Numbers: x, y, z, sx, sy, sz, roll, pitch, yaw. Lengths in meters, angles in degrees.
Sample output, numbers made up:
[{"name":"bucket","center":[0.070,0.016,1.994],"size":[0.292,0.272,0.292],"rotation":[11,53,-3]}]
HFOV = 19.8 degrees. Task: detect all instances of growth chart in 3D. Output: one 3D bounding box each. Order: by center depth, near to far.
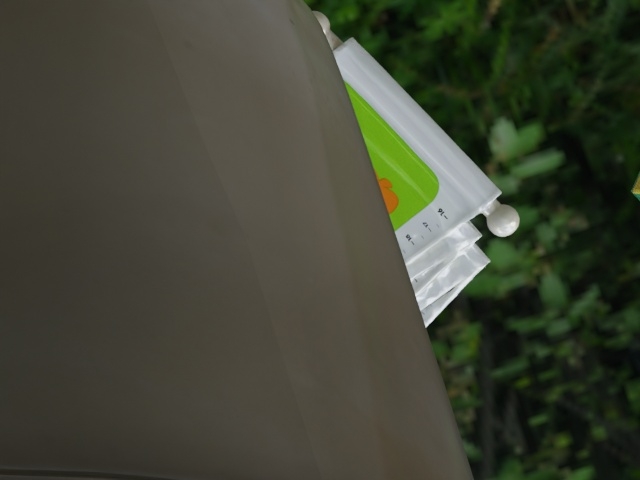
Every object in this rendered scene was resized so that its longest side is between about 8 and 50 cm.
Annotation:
[{"name":"growth chart","center":[0.000,0.000,0.977],"size":[0.021,0.172,0.237],"rotation":[-45,172,-47]}]

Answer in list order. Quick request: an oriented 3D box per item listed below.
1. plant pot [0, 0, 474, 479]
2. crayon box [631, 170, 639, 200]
[{"name":"plant pot","center":[-0.087,0.056,0.610],"size":[0.323,0.280,0.323],"rotation":[0,154,0]},{"name":"crayon box","center":[0.314,-0.065,0.938],"size":[0.081,0.165,0.278],"rotation":[39,161,-36]}]
